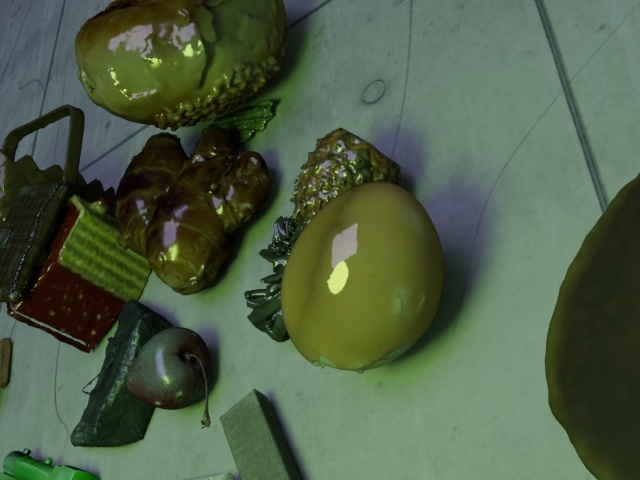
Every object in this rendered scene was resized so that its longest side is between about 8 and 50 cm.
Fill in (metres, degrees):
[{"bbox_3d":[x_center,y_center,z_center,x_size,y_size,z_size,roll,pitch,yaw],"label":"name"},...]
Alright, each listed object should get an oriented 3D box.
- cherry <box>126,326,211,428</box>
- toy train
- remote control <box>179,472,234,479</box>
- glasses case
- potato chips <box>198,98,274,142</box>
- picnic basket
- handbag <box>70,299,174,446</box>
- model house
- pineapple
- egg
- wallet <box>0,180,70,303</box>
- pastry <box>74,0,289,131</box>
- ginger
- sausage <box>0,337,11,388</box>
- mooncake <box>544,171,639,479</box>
[{"bbox_3d":[-0.231,0.226,1.304,0.148,0.115,0.188,-11,57,4],"label":"cherry"},{"bbox_3d":[-0.477,0.421,1.436,0.251,0.085,0.119,3,60,43],"label":"toy train"},{"bbox_3d":[-0.207,0.417,1.099,0.103,0.055,0.277,-18,20,35],"label":"remote control"},{"bbox_3d":[-0.073,0.299,1.149,0.071,0.047,0.205,-41,41,9],"label":"glasses case"},{"bbox_3d":[-0.163,-0.208,1.606,0.207,0.028,0.092,-8,59,43],"label":"potato chips"},{"bbox_3d":[-0.574,-0.099,1.725,0.254,0.291,0.321,-16,65,38],"label":"picnic basket"},{"bbox_3d":[-0.336,0.226,1.440,0.175,0.089,0.270,-4,61,52],"label":"handbag"},{"bbox_3d":[-0.433,0.049,1.562,0.254,0.196,0.160,-47,41,6],"label":"model house"},{"bbox_3d":[0.000,0.000,1.230,0.170,0.141,0.310,33,95,25],"label":"pineapple"},{"bbox_3d":[0.055,0.044,1.070,0.201,0.201,0.244,44,127,50],"label":"egg"},{"bbox_3d":[-0.523,0.002,1.497,0.124,0.042,0.230,-3,62,36],"label":"wallet"},{"bbox_3d":[-0.244,-0.352,1.572,0.409,0.245,0.409,-18,28,10],"label":"pastry"},{"bbox_3d":[-0.235,-0.077,1.487,0.274,0.152,0.357,-54,41,1],"label":"ginger"},{"bbox_3d":[-0.653,0.253,1.763,0.026,0.026,0.116,-35,44,21],"label":"sausage"},{"bbox_3d":[0.396,0.080,0.688,0.394,0.246,0.393,-50,32,6],"label":"mooncake"}]
